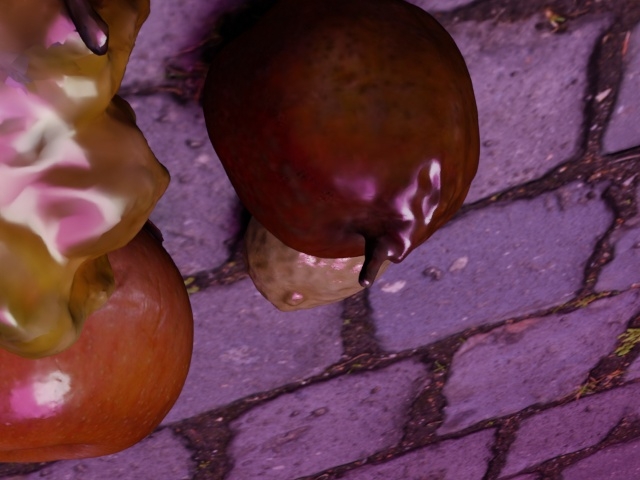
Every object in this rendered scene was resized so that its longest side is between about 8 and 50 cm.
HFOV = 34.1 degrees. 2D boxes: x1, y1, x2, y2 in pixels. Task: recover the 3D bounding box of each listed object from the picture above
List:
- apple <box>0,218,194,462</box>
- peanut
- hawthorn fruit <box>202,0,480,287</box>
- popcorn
[{"bbox_3d":[-0.239,0.079,0.858,0.252,0.206,0.272,-18,158,11],"label":"apple"},{"bbox_3d":[0.000,0.000,0.988,0.141,0.109,0.159,29,112,-17],"label":"peanut"},{"bbox_3d":[0.022,-0.069,0.793,0.208,0.248,0.208,-11,146,-8],"label":"hawthorn fruit"},{"bbox_3d":[-0.233,-0.064,0.652,0.316,0.281,0.297,-38,115,-4],"label":"popcorn"}]
